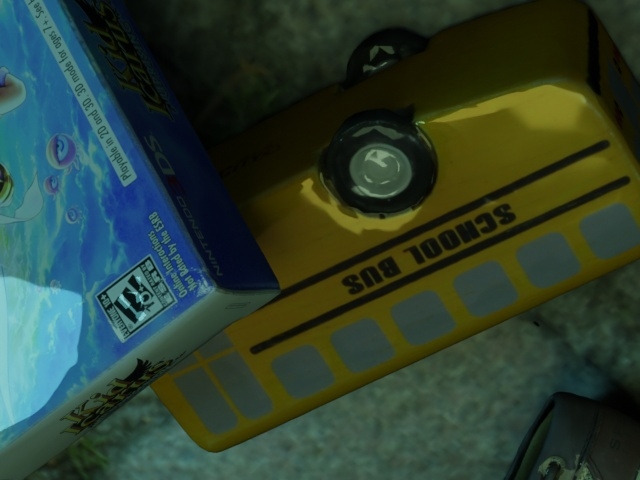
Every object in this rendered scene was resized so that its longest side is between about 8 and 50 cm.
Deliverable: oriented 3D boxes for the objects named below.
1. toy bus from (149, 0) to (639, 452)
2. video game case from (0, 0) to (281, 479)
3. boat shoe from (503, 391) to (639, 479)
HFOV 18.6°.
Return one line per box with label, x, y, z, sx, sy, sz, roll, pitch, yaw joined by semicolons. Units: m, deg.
toy bus;0.000;0.000;0.959;0.332;0.108;0.130;-27;113;20
video game case;-0.181;-0.023;0.920;0.244;0.061;0.269;-37;72;25
boat shoe;0.084;0.195;1.059;0.092;0.103;0.285;35;114;-4
